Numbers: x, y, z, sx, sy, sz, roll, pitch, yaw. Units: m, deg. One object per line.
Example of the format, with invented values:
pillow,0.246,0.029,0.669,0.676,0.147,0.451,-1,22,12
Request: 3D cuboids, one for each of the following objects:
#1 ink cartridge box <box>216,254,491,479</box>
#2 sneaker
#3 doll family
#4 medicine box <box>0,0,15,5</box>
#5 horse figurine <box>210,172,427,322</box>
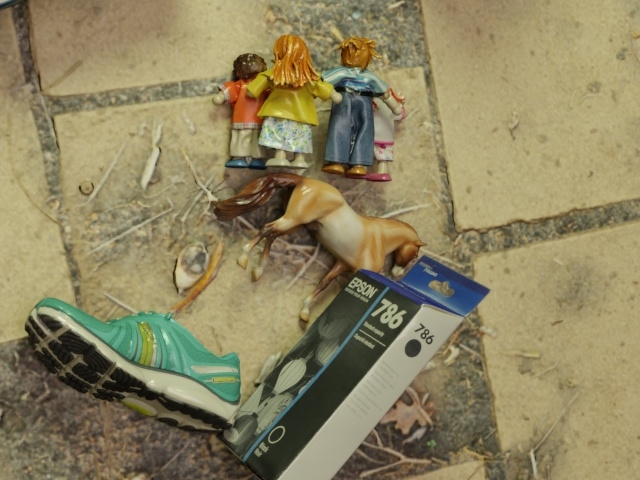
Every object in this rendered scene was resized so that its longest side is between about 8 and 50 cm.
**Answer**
ink cartridge box,0.035,0.142,1.923,0.333,0.165,0.065,-49,119,-8
sneaker,-0.208,0.127,1.892,0.275,0.107,0.110,28,57,-28
doll family,0.009,-0.162,1.980,0.263,0.118,0.163,5,86,-26
medicine box,-0.295,-0.411,1.819,0.289,0.149,0.263,-25,99,-25
horse figurine,0.000,0.000,2.002,0.263,0.066,0.174,38,80,-24
